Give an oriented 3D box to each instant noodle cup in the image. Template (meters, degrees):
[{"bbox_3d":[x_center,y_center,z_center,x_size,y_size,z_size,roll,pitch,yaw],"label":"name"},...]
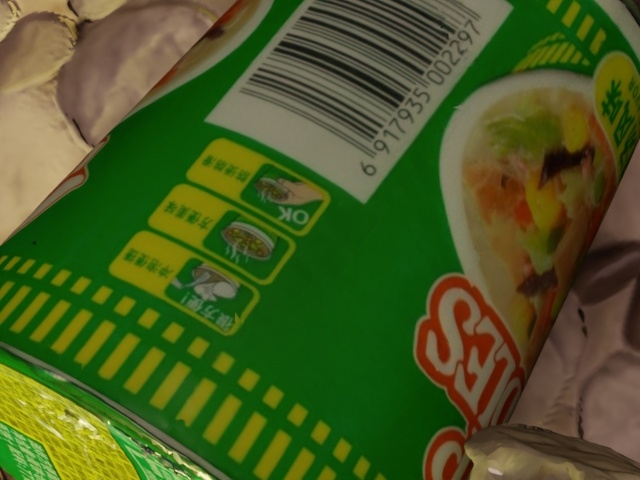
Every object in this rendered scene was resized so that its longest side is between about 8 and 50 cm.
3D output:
[{"bbox_3d":[0.000,0.000,0.685,0.207,0.207,0.233,29,71,14],"label":"instant noodle cup"}]

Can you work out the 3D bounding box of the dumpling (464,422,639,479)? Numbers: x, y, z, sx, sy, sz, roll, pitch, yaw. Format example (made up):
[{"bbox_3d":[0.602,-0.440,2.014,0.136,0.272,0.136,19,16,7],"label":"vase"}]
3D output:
[{"bbox_3d":[0.117,0.192,0.593,0.175,0.227,0.243,9,78,30],"label":"dumpling"}]
